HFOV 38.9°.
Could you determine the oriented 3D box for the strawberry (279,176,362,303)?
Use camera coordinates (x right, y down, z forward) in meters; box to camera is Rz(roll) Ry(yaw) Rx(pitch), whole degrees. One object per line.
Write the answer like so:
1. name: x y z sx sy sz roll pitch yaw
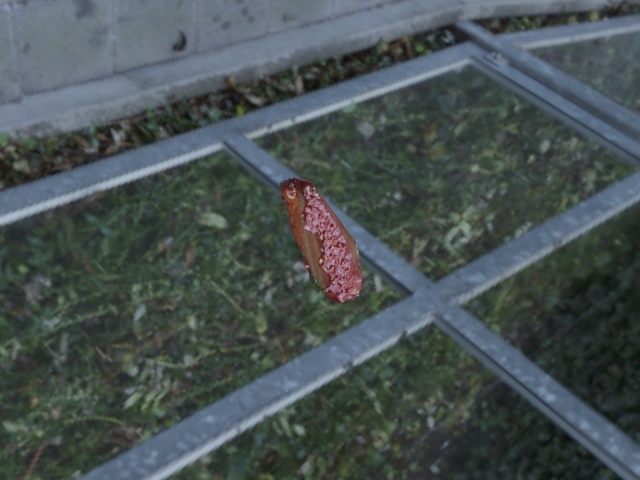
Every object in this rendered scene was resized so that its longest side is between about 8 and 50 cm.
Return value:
1. strawberry: 0.003 -0.001 0.875 0.048 0.104 0.152 -24 135 -13
